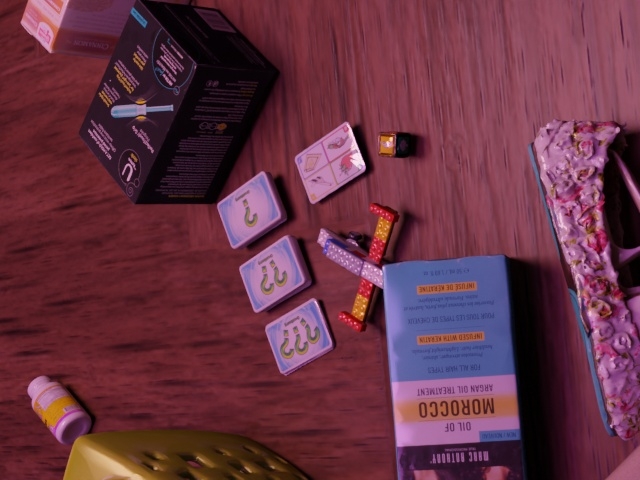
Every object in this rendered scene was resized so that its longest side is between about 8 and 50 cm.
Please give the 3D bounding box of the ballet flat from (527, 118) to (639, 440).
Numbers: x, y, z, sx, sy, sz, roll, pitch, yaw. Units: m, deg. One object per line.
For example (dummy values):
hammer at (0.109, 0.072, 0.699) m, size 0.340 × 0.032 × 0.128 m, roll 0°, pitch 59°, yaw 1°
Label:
ballet flat at (0.214, 0.021, 0.961) m, size 0.077 × 0.091 × 0.241 m, roll -17°, pitch 82°, yaw 21°

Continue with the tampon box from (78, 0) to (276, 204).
tampon box at (-0.141, -0.132, 1.289) m, size 0.120 × 0.101 × 0.161 m, roll 49°, pitch 123°, yaw 33°

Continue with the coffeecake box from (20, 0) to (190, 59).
coffeecake box at (-0.193, -0.273, 1.309) m, size 0.068 × 0.142 × 0.185 m, roll 44°, pitch 119°, yaw 36°

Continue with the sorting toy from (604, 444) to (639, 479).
sorting toy at (0.278, 0.218, 0.912) m, size 0.196 × 0.047 × 0.348 m, roll 62°, pitch 141°, yaw 30°

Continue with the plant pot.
plant pot at (-0.094, 0.303, 1.160) m, size 0.207 × 0.228 × 0.227 m, roll 15°, pitch 93°, yaw 39°

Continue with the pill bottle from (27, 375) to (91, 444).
pill bottle at (-0.294, 0.188, 1.488) m, size 0.083 × 0.043 × 0.043 m, roll 41°, pitch 118°, yaw 37°

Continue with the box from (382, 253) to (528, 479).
box at (0.108, 0.136, 1.048) m, size 0.100 × 0.060 × 0.244 m, roll -5°, pitch 87°, yaw 11°

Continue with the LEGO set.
LEGO set at (0.000, 0.000, 1.187) m, size 0.244 × 0.060 × 0.182 m, roll -31°, pitch 73°, yaw 40°
